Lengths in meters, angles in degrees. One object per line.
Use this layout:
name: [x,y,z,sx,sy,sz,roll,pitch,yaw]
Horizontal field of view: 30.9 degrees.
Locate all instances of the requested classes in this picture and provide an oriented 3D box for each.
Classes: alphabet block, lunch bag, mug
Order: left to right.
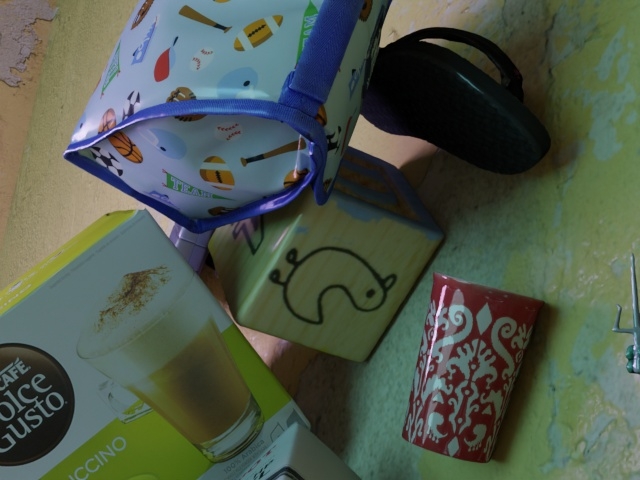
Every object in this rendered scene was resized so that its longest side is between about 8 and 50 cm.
lunch bag: [-0.063,-0.205,1.252,0.385,0.239,0.328,-18,49,57]
alphabet block: [0.000,0.000,1.412,0.197,0.192,0.193,-60,27,21]
mug: [0.154,0.129,1.167,0.113,0.150,0.169,14,89,26]

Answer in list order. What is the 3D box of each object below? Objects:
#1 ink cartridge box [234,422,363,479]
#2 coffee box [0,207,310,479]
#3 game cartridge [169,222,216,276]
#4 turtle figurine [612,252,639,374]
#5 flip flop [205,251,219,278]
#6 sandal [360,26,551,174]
ink cartridge box: [-0.077,0.371,1.091,0.285,0.166,0.395,-45,3,8]
coffee box: [-0.276,0.186,1.442,0.337,0.334,0.338,-38,11,-12]
game cartridge: [-0.204,-0.011,1.845,0.355,0.068,0.230,-152,86,-81]
turtle figurine: [0.319,0.086,0.845,0.175,0.118,0.234,120,140,-58]
flip flop: [-0.112,0.006,1.721,0.277,0.080,0.112,-134,65,-74]
sandal: [0.134,-0.189,1.340,0.107,0.167,0.446,-44,26,-7]
